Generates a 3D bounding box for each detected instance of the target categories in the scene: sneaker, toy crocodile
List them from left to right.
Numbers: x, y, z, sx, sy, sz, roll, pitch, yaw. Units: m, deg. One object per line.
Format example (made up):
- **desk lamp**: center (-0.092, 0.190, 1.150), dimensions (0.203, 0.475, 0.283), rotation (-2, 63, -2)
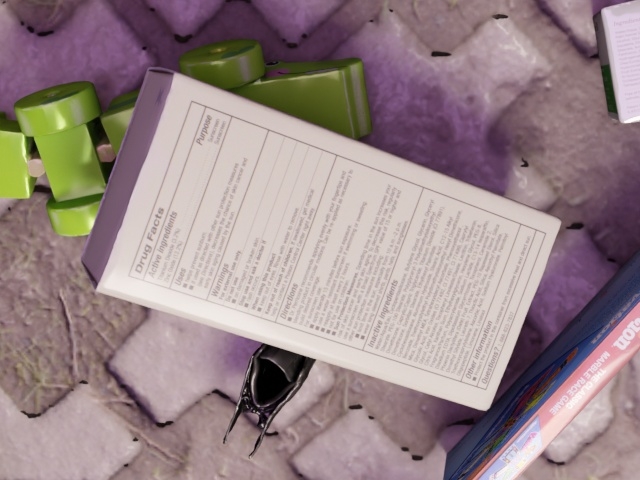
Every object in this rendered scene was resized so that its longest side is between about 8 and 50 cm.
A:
- **toy crocodile**: center (-0.128, -0.089, 1.003), dimensions (0.340, 0.105, 0.115), rotation (-12, 112, 7)
- **sneaker**: center (-0.022, 0.088, 1.010), dimensions (0.051, 0.089, 0.170), rotation (30, 101, 4)

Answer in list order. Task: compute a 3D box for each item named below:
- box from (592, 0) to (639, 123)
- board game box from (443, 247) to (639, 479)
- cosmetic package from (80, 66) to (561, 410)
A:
- **box**: center (0.260, -0.138, 0.931), dimensions (0.102, 0.101, 0.087), rotation (-9, 96, 10)
- **board game box**: center (0.193, 0.093, 0.950), dimensions (0.027, 0.145, 0.281), rotation (41, 102, 2)
- **cosmetic package**: center (0.000, 0.000, 0.919), dimensions (0.309, 0.113, 0.160), rotation (20, 94, -19)
